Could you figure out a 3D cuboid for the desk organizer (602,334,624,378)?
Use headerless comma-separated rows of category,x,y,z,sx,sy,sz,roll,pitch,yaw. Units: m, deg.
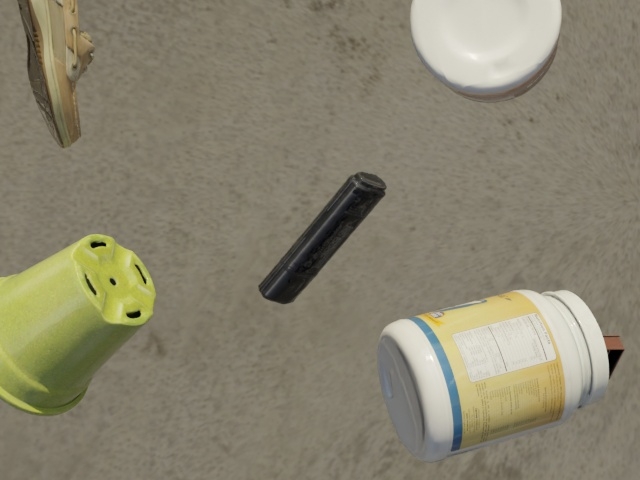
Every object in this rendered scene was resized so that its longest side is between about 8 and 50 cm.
desk organizer,0.379,0.164,1.426,0.047,0.130,0.050,-38,62,35

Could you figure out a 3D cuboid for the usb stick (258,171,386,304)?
usb stick,0.000,0.000,1.621,0.278,0.077,0.045,-50,47,28

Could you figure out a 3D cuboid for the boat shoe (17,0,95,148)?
boat shoe,-0.437,-0.323,1.741,0.121,0.110,0.341,37,137,51

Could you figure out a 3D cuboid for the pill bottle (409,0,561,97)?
pill bottle,0.277,-0.340,1.673,0.224,0.392,0.224,1,96,12

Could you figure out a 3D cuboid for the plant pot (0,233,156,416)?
plant pot,-0.434,0.127,1.785,0.254,0.276,0.276,-34,82,26

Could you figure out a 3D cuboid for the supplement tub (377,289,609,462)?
supplement tub,0.172,0.131,1.035,0.199,0.144,0.144,-13,88,-16
